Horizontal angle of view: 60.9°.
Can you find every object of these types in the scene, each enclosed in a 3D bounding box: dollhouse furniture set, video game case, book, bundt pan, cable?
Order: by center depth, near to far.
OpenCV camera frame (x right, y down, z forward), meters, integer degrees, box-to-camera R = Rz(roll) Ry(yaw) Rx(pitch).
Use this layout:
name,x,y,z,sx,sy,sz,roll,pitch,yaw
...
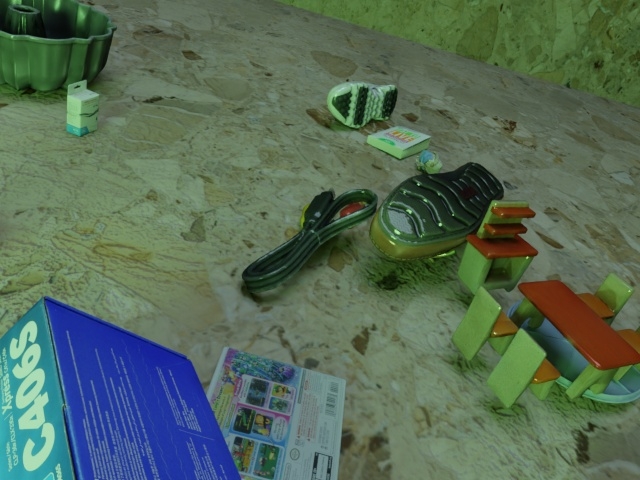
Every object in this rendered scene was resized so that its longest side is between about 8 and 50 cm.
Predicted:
name,x,y,z,sx,sy,sz,roll,pitch,yaw
video game case,-0.049,0.183,0.546,0.143,0.019,0.157,16,33,-3
dollhouse furniture set,0.302,0.071,0.724,0.262,0.135,0.259,-2,37,-27
cable,0.000,0.000,0.799,0.139,0.072,0.287,0,33,24
bundt pan,-0.576,-0.390,1.059,0.331,0.124,0.331,13,33,-9
book,0.188,-0.237,1.302,0.096,0.035,0.144,30,35,25

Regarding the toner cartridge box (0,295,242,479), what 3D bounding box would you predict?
name,x,y,z,sx,sy,sz,roll,pitch,yaw
toner cartridge box,-0.112,0.199,0.354,0.165,0.075,0.348,40,8,-47

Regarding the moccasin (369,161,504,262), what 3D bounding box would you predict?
name,x,y,z,sx,sy,sz,roll,pitch,yaw
moccasin,0.185,-0.039,0.908,0.139,0.147,0.380,43,33,9

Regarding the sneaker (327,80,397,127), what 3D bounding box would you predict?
name,x,y,z,sx,sy,sz,roll,pitch,yaw
sneaker,0.085,-0.351,1.365,0.118,0.110,0.292,24,23,24

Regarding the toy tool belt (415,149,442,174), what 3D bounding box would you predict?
name,x,y,z,sx,sy,sz,roll,pitch,yaw
toy tool belt,0.237,-0.180,1.217,0.051,0.052,0.083,18,30,-17

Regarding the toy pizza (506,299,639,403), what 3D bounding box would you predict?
name,x,y,z,sx,sy,sz,roll,pitch,yaw
toy pizza,0.360,0.156,0.780,0.201,0.032,0.201,12,32,-8

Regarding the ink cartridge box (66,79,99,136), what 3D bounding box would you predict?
name,x,y,z,sx,sy,sz,roll,pitch,yaw
ink cartridge box,-0.406,-0.226,0.931,0.028,0.083,0.048,23,32,7
